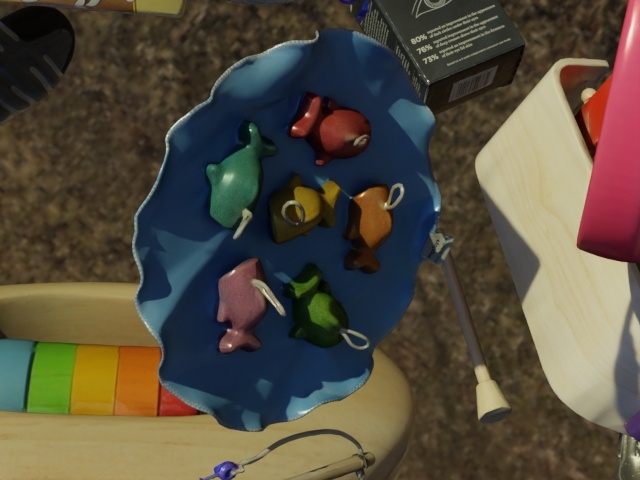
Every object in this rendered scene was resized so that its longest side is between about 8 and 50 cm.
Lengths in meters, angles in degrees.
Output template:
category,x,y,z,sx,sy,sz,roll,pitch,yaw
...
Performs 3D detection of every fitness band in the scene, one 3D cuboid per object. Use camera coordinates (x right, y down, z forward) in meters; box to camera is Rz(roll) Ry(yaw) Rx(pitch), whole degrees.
category,x,y,z,sx,sy,sz,roll,pitch,yaw
fitness band,0.206,-0.129,0.724,0.054,0.290,0.209,14,165,12

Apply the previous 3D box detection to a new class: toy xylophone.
category,x,y,z,sx,sy,sz,roll,pitch,yaw
toy xylophone,0.196,0.009,0.979,0.081,0.322,0.236,9,147,-28

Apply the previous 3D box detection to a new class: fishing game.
category,x,y,z,sx,sy,sz,roll,pitch,yaw
fishing game,0.000,0.000,0.542,0.041,0.189,0.264,18,108,41

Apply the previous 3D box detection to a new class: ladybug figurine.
category,x,y,z,sx,sy,sz,roll,pitch,yaw
ladybug figurine,-0.160,0.146,0.868,0.449,0.305,0.162,4,112,-2

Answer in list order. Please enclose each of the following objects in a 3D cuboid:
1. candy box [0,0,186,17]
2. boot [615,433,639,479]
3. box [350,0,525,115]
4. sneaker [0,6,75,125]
category,x,y,z,sx,sy,sz,roll,pitch,yaw
candy box,-0.186,-0.226,0.697,0.316,0.183,0.087,-117,34,-55
boot,0.387,0.308,1.161,0.223,0.338,0.118,5,176,27
box,0.154,-0.290,1.657,0.207,0.153,0.108,62,167,20
sneaker,-0.341,-0.138,1.170,0.132,0.228,0.086,9,146,52
